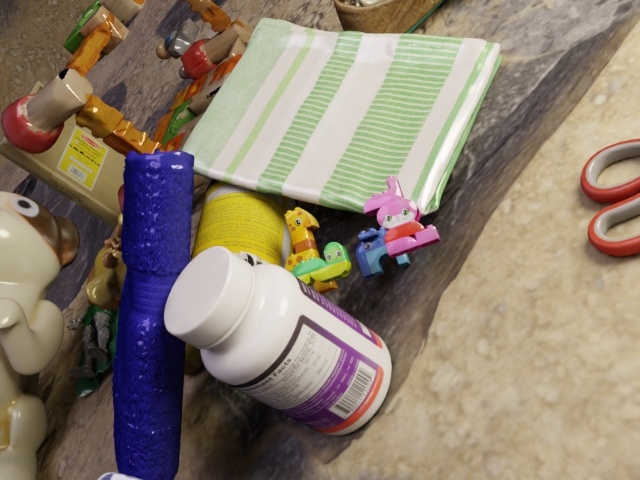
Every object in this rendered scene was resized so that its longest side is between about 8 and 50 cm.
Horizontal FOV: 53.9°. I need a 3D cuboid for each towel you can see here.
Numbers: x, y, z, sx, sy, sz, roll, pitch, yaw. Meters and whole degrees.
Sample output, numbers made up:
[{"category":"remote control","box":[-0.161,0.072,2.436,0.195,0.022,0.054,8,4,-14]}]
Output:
[{"category":"towel","box":[-0.174,0.063,0.633,0.227,0.076,0.308,-163,77,-77]},{"category":"towel","box":[0.015,-0.153,0.727,0.324,0.038,0.248,16,68,27]}]

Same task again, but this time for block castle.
[{"category":"block castle","box":[-0.314,-0.278,1.107,0.212,0.303,0.453,-21,44,38]}]

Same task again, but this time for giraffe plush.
[{"category":"giraffe plush","box":[-0.221,0.066,0.803,0.210,0.170,0.181,-43,35,13]}]

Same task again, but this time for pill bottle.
[{"category":"pill bottle","box":[-0.091,0.019,0.740,0.119,0.119,0.209,-28,41,31]},{"category":"pill bottle","box":[-0.035,0.087,0.547,0.108,0.193,0.108,-30,39,28]}]

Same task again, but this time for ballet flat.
[{"category":"ballet flat","box":[0.155,-0.377,0.810,0.342,0.124,0.116,-30,40,29]}]

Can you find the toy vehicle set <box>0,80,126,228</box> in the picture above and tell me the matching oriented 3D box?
[{"category":"toy vehicle set","box":[-0.452,-0.154,1.186,0.035,0.267,0.166,-25,42,32]}]

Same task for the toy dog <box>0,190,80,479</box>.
[{"category":"toy dog","box":[-0.504,0.129,0.961,0.395,0.284,0.408,116,163,-85]}]

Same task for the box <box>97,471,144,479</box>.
[{"category":"box","box":[-0.059,0.248,0.413,0.036,0.225,0.136,-47,25,54]}]

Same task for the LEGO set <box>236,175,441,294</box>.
[{"category":"LEGO set","box":[0.000,0.000,0.628,0.227,0.087,0.093,-20,75,13]}]

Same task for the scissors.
[{"category":"scissors","box":[0.325,-0.087,0.447,0.297,0.021,0.109,-31,37,26]}]

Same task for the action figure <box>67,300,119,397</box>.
[{"category":"action figure","box":[-0.356,0.121,1.013,0.137,0.063,0.232,-45,31,15]}]
